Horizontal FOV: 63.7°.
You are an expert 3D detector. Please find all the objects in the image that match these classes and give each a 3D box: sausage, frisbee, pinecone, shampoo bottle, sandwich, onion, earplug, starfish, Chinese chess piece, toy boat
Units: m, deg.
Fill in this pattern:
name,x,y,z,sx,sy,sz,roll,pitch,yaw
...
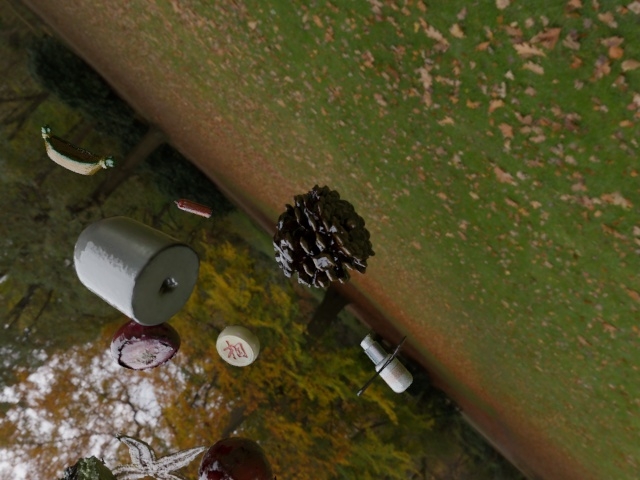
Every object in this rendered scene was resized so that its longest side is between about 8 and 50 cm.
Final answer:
name,x,y,z,sx,sy,sz,roll,pitch,yaw
sausage,-0.486,-0.126,1.960,0.145,0.048,0.050,19,-160,-36
frisbee,0.178,0.320,1.360,0.012,0.211,0.187,40,-166,18
pinecone,0.000,0.000,1.939,0.397,0.398,0.398,42,175,4
shampoo bottle,0.196,0.376,1.582,0.192,0.074,0.074,46,176,7
sandwich,-0.627,0.756,1.471,0.325,0.131,0.262,2,125,60
onion,-0.635,0.369,1.872,0.248,0.248,0.161,49,-154,-57
onion,-0.280,0.790,1.702,0.276,0.276,0.276,42,175,4
earplug,-0.673,0.079,1.829,0.394,0.313,0.312,25,168,25
starfish,-0.564,0.779,1.719,0.398,0.384,0.132,22,-144,1
Chinese chess piece,-0.229,0.293,1.436,0.122,0.122,0.051,43,-148,-12
toy boat,-0.706,-0.255,1.498,0.229,0.088,0.089,27,-150,-6
